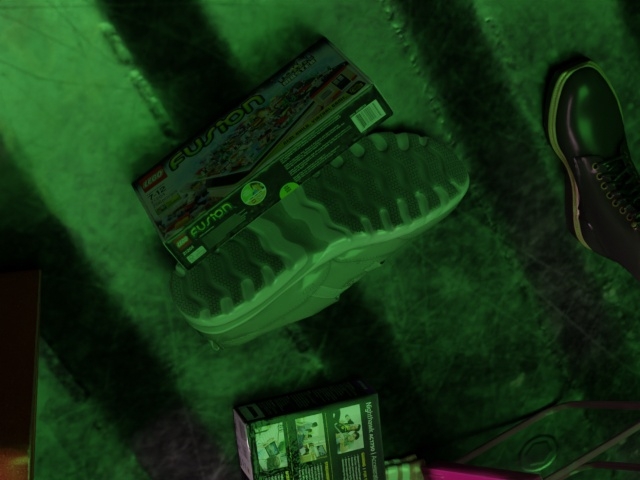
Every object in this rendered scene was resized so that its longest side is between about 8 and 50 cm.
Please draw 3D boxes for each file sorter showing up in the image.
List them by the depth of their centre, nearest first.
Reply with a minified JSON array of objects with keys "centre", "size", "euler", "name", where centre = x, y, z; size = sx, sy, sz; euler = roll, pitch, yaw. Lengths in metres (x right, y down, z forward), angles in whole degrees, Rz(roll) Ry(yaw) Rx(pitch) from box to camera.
[{"centre":[0.267,0.317,1.408],"size":[0.182,0.202,0.290],"euler":[-25,96,-23],"name":"file sorter"}]

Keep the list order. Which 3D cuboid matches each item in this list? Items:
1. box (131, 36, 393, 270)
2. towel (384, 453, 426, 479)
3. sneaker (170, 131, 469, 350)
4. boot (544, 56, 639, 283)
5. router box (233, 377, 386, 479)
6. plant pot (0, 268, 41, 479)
[{"centre":[-0.050,-0.073,1.190],"size":[0.207,0.114,0.036],"euler":[-38,124,0],"name":"box"},{"centre":[0.016,0.298,1.469],"size":[0.197,0.029,0.144],"euler":[-13,120,-16],"name":"towel"},{"centre":[0.000,0.000,1.280],"size":[0.281,0.105,0.115],"euler":[-27,153,-9],"name":"sneaker"},{"centre":[0.273,-0.056,1.318],"size":[0.077,0.137,0.198],"euler":[-26,123,-8],"name":"boot"},{"centre":[-0.005,0.232,1.394],"size":[0.133,0.046,0.179],"euler":[-11,108,-16],"name":"router box"},{"centre":[-0.343,0.192,1.142],"size":[0.236,0.267,0.267],"euler":[2,116,-10],"name":"plant pot"}]
